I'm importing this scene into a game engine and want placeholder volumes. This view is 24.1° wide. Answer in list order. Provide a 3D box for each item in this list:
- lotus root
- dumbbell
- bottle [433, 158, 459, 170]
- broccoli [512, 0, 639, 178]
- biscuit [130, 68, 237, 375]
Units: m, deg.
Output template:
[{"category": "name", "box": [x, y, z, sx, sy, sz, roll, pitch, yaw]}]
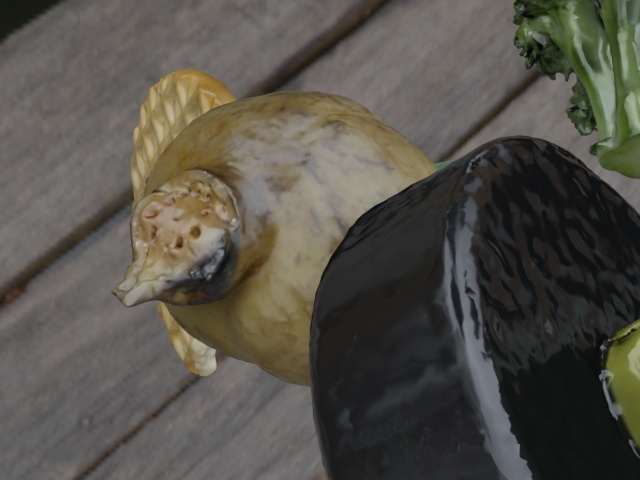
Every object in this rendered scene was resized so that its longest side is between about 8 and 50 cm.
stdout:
[{"category": "lotus root", "box": [0.000, 0.000, 0.754, 0.154, 0.257, 0.140, 29, 95, 29]}, {"category": "dumbbell", "box": [0.174, 0.015, 0.458, 0.203, 0.322, 0.204, 35, 39, -35]}, {"category": "bottle", "box": [0.157, -0.082, 1.837, 0.030, 0.083, 0.030, 1, 87, -28]}, {"category": "broccoli", "box": [0.297, -0.190, 1.302, 0.235, 0.288, 0.260, -35, 50, 9]}, {"category": "biscuit", "box": [-0.140, -0.036, 1.460, 0.040, 0.309, 0.204, -9, 37, -25]}]
